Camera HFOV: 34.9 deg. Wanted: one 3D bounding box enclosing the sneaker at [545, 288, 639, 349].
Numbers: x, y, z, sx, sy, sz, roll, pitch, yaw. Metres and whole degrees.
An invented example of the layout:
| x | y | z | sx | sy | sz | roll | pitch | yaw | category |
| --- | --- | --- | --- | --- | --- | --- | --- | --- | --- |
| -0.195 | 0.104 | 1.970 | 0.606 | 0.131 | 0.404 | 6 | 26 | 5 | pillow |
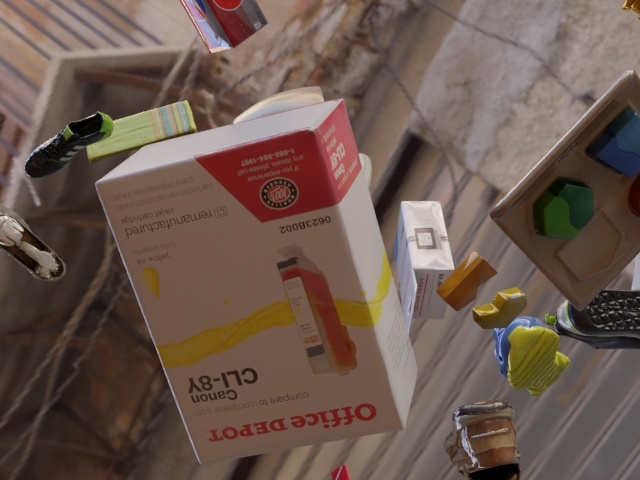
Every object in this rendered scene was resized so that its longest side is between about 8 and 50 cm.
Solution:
| x | y | z | sx | sy | sz | roll | pitch | yaw | category |
| --- | --- | --- | --- | --- | --- | --- | --- | --- | --- |
| 0.422 | 0.111 | 1.422 | 0.097 | 0.235 | 0.084 | 139 | 138 | -59 | sneaker |

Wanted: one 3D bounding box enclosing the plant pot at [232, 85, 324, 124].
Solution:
| x | y | z | sx | sy | sz | roll | pitch | yaw | category |
| --- | --- | --- | --- | --- | --- | --- | --- | --- | --- |
| -0.099 | -0.197 | 2.245 | 0.191 | 0.284 | 0.284 | -1 | -37 | -8 | plant pot |

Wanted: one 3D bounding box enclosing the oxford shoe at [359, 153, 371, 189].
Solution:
| x | y | z | sx | sy | sz | roll | pitch | yaw | category |
| --- | --- | --- | --- | --- | --- | --- | --- | --- | --- |
| 0.000 | 0.000 | 1.870 | 0.169 | 0.130 | 0.449 | 99 | -171 | -53 | oxford shoe |

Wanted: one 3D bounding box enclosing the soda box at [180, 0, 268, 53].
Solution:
| x | y | z | sx | sy | sz | roll | pitch | yaw | category |
| --- | --- | --- | --- | --- | --- | --- | --- | --- | --- |
| -0.200 | -0.449 | 1.695 | 0.092 | 0.083 | 0.263 | -41 | -67 | -27 | soda box |

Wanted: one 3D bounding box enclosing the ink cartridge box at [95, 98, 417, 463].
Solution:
| x | y | z | sx | sy | sz | roll | pitch | yaw | category |
| --- | --- | --- | --- | --- | --- | --- | --- | --- | --- |
| -0.063 | 0.055 | 1.238 | 0.160 | 0.279 | 0.384 | -62 | -43 | -67 | ink cartridge box |

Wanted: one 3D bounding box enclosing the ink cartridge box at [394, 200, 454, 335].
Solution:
| x | y | z | sx | sy | sz | roll | pitch | yaw | category |
| --- | --- | --- | --- | --- | --- | --- | --- | --- | --- |
| 0.147 | 0.040 | 1.445 | 0.180 | 0.060 | 0.104 | -94 | 7 | -46 | ink cartridge box |

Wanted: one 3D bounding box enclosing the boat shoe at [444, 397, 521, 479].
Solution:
| x | y | z | sx | sy | sz | roll | pitch | yaw | category |
| --- | --- | --- | --- | --- | --- | --- | --- | --- | --- |
| 0.272 | 0.363 | 1.676 | 0.123 | 0.119 | 0.324 | -14 | -27 | 4 | boat shoe |

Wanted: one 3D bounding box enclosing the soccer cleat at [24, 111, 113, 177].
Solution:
| x | y | z | sx | sy | sz | roll | pitch | yaw | category |
| --- | --- | --- | --- | --- | --- | --- | --- | --- | --- |
| -0.448 | -0.172 | 1.785 | 0.179 | 0.060 | 0.072 | -32 | -13 | -2 | soccer cleat |

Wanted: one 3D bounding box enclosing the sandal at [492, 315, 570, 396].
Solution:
| x | y | z | sx | sy | sz | roll | pitch | yaw | category |
| --- | --- | --- | --- | --- | --- | --- | --- | --- | --- |
| 0.368 | 0.199 | 1.885 | 0.126 | 0.138 | 0.317 | -43 | -25 | -1 | sandal |

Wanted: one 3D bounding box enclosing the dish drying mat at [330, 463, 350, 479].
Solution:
| x | y | z | sx | sy | sz | roll | pitch | yaw | category |
| --- | --- | --- | --- | --- | --- | --- | --- | --- | --- |
| 0.037 | 0.385 | 1.548 | 0.032 | 0.083 | 0.008 | -33 | -39 | 23 | dish drying mat |

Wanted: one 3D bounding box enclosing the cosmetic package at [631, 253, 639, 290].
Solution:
| x | y | z | sx | sy | sz | roll | pitch | yaw | category |
| --- | --- | --- | --- | --- | --- | --- | --- | --- | --- |
| 0.570 | 0.007 | 1.680 | 0.099 | 0.060 | 0.239 | 41 | -123 | -45 | cosmetic package |

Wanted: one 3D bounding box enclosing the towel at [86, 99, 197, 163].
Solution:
| x | y | z | sx | sy | sz | roll | pitch | yaw | category |
| --- | --- | --- | --- | --- | --- | --- | --- | --- | --- |
| -0.388 | -0.235 | 2.188 | 0.237 | 0.102 | 0.021 | -16 | -39 | -3 | towel |

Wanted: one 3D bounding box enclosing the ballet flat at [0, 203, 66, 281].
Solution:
| x | y | z | sx | sy | sz | roll | pitch | yaw | category |
| --- | --- | --- | --- | --- | --- | --- | --- | --- | --- |
| -0.542 | 0.001 | 1.838 | 0.213 | 0.068 | 0.072 | 47 | -111 | -35 | ballet flat |

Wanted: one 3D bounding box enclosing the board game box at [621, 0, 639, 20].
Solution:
| x | y | z | sx | sy | sz | roll | pitch | yaw | category |
| --- | --- | --- | --- | --- | --- | --- | --- | --- | --- |
| 0.594 | -0.643 | 2.173 | 0.050 | 0.390 | 0.390 | -58 | -6 | -6 | board game box |

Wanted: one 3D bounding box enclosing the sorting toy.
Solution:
| x | y | z | sx | sy | sz | roll | pitch | yaw | category |
| --- | --- | --- | --- | --- | --- | --- | --- | --- | --- |
| 0.280 | -0.010 | 1.108 | 0.307 | 0.041 | 0.229 | -47 | -50 | 3 | sorting toy |
